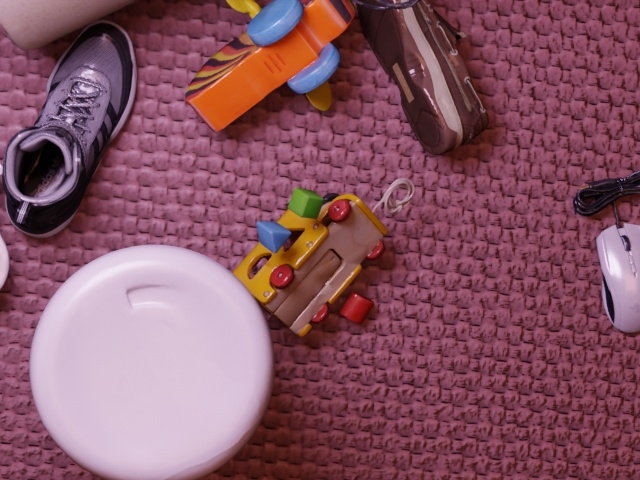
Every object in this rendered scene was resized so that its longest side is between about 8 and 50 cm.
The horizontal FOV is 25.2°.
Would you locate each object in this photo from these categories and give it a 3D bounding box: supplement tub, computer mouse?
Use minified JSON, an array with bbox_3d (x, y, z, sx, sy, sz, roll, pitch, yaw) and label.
[{"bbox_3d":[-0.176,0.127,1.531,0.241,0.331,0.241,0,89,-5],"label":"supplement tub"},{"bbox_3d":[0.373,0.016,1.731,0.106,0.042,0.193,-11,89,-7],"label":"computer mouse"}]

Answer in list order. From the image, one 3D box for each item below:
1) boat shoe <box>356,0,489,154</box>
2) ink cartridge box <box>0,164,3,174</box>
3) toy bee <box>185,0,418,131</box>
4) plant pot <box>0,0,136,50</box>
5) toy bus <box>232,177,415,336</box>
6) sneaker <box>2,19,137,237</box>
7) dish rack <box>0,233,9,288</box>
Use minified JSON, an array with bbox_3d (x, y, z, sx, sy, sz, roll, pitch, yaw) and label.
[{"bbox_3d":[0.124,-0.232,1.701,0.095,0.095,0.257,-22,91,-27],"label":"boat shoe"},{"bbox_3d":[-0.443,-0.127,1.579,0.104,0.061,0.181,-33,93,-6],"label":"ink cartridge box"},{"bbox_3d":[-0.017,-0.242,1.667,0.298,0.162,0.195,-13,121,7],"label":"toy bee"},{"bbox_3d":[-0.255,-0.373,1.547,0.305,0.334,0.334,-34,92,-2],"label":"plant pot"},{"bbox_3d":[-0.010,0.006,1.665,0.202,0.104,0.191,-12,122,-35],"label":"toy bus"},{"bbox_3d":[-0.282,-0.131,1.618,0.101,0.153,0.268,23,86,-5],"label":"sneaker"},{"bbox_3d":[-0.536,-0.039,1.633,0.285,0.072,0.333,-26,91,-6],"label":"dish rack"}]
